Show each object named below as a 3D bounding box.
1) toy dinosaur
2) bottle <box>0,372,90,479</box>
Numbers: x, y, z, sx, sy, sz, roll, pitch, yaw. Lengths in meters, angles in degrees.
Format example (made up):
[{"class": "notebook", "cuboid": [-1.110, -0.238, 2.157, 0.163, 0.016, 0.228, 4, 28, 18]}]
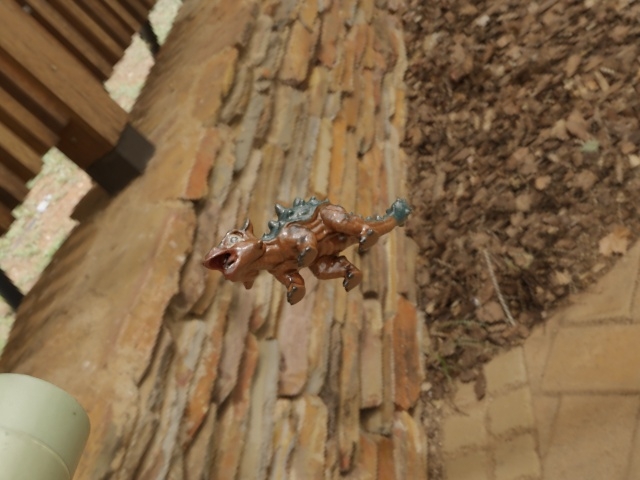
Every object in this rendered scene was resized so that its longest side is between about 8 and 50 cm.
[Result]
[{"class": "toy dinosaur", "cuboid": [0.000, 0.000, 0.457, 0.055, 0.154, 0.049, 42, 132, 34]}, {"class": "bottle", "cuboid": [-0.167, 0.155, 0.336, 0.072, 0.072, 0.201, -30, 29, 28]}]
